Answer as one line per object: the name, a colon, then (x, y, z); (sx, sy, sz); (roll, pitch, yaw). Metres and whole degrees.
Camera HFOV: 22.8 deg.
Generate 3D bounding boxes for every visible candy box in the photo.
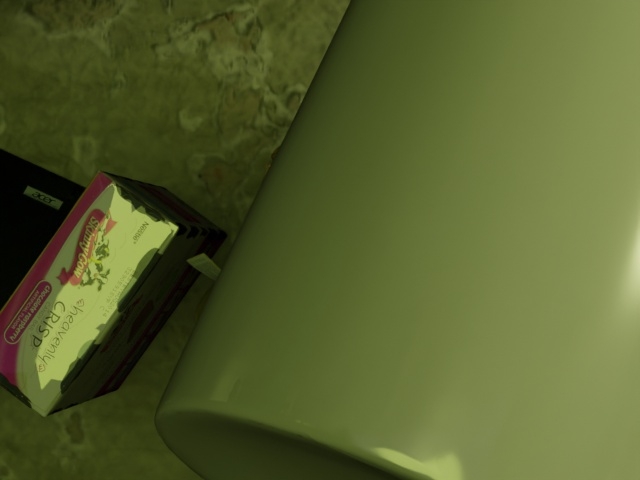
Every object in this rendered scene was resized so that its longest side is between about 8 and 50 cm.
candy box: (-0.154, 0.037, 1.155); (0.071, 0.233, 0.159); (35, 91, 4)

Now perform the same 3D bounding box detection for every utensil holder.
utensil holder: (0.116, 0.003, 0.949); (0.327, 0.327, 0.385); (25, 70, 4)

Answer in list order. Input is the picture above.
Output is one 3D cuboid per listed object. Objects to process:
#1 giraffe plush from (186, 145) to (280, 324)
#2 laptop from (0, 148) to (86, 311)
giraffe plush: (0.000, 0.000, 1.186); (0.181, 0.210, 0.170); (-1, 55, 34)
laptop: (-0.350, 0.046, 1.281); (0.234, 0.136, 0.264); (24, 117, 5)
